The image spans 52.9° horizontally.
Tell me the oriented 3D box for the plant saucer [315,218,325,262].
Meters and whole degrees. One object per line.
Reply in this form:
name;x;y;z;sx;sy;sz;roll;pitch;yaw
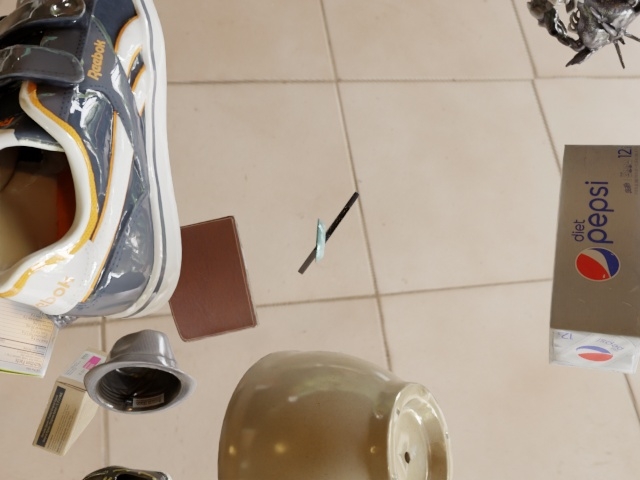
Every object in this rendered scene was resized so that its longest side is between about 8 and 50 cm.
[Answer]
plant saucer;0.000;0.000;1.718;0.021;0.119;0.119;3;67;-2

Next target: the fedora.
fedora;-0.407;0.290;1.472;0.244;0.275;0.124;12;48;-20

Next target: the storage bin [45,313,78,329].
storage bin;-0.340;0.006;0.795;0.084;0.122;0.180;-33;115;-18

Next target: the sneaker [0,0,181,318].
sneaker;-0.188;-0.103;0.462;0.127;0.126;0.321;10;61;-58

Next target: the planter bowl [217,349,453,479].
planter bowl;0.024;0.150;0.444;0.162;0.109;0.162;29;53;-49

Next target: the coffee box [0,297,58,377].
coffee box;-0.796;0.133;1.557;0.338;0.338;0.334;17;75;-21

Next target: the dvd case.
dvd case;0.025;-0.022;1.966;0.022;0.180;0.253;36;60;0

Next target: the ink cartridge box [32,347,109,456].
ink cartridge box;-0.634;0.411;1.673;0.088;0.234;0.193;22;100;-3

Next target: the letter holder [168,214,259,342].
letter holder;-0.302;0.108;1.740;0.214;0.152;0.301;-13;85;-5

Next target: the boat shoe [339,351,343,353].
boat shoe;0.038;0.283;1.297;0.038;0.046;0.125;-7;55;-3

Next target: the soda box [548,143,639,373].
soda box;0.338;0.012;0.789;0.098;0.091;0.286;3;54;21

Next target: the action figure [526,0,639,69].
action figure;0.375;-0.373;0.945;0.276;0.164;0.141;31;41;-25

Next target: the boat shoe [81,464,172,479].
boat shoe;-0.463;0.566;1.495;0.228;0.068;0.081;-5;75;11
